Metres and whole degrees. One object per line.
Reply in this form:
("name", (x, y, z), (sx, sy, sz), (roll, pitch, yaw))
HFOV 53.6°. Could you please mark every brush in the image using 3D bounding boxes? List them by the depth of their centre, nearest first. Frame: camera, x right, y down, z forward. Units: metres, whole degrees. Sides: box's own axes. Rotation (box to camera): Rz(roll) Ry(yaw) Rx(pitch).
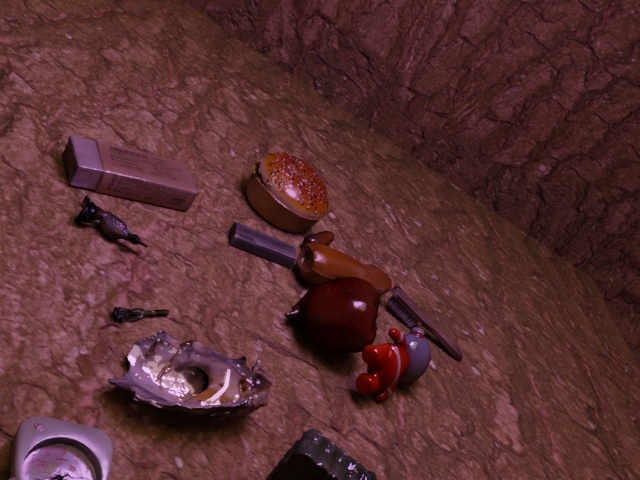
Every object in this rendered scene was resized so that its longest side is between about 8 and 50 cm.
("brush", (0.333, 0.279, 2.047), (0.327, 0.065, 0.070), (44, 19, -9))

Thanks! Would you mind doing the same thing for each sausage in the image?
("sausage", (0.086, 0.106, 1.948), (0.353, 0.116, 0.134), (21, 17, -36))

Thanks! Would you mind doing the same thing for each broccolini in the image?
("broccolini", (-0.391, 0.157, 1.378), (0.035, 0.030, 0.139), (10, 3, 35))

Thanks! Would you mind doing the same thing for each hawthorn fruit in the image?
("hawthorn fruit", (0.032, 0.193, 1.661), (0.248, 0.208, 0.208), (8, 31, -4))

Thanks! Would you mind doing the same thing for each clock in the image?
("clock", (-0.403, 0.368, 0.966), (0.151, 0.062, 0.191), (24, 29, -27))

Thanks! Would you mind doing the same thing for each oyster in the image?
("oyster", (-0.258, 0.280, 1.252), (0.271, 0.100, 0.275), (41, 39, 14))

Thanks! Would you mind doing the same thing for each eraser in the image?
("eraser", (-0.508, -0.178, 1.711), (0.343, 0.078, 0.144), (12, 35, -40))

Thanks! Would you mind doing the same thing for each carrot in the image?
("carrot", (0.000, 0.000, 2.076), (0.060, 0.060, 0.186), (44, 23, 14))

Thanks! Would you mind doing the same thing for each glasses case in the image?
("glasses case", (-0.168, 0.012, 1.858), (0.204, 0.047, 0.071), (24, 30, -27))

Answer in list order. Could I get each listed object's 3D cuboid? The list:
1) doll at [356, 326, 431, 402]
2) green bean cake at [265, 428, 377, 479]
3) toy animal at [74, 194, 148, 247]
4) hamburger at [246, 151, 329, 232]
("doll", (0.209, 0.318, 1.693), (0.105, 0.200, 0.336), (15, 10, 36))
("green bean cake", (-0.005, 0.461, 1.183), (0.181, 0.173, 0.094), (35, 24, -2))
("toy animal", (-0.498, -0.040, 1.514), (0.202, 0.070, 0.105), (32, 7, -2))
("hamburger", (-0.104, -0.168, 2.087), (0.300, 0.176, 0.300), (30, 27, -17))
